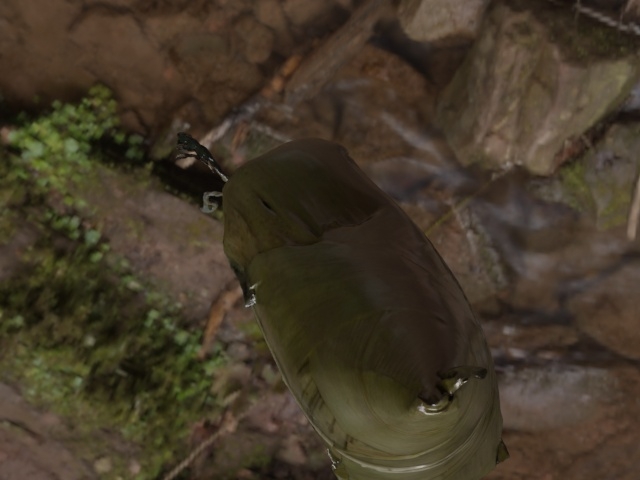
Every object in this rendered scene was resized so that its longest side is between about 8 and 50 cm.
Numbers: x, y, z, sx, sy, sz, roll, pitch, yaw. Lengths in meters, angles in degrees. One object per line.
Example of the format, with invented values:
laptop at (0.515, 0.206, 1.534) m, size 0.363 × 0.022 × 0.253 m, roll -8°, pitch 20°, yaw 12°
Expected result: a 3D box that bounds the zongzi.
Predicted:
zongzi at (0.000, 0.000, 0.905) m, size 0.181 × 0.447 × 0.418 m, roll -30°, pitch 161°, yaw -5°
